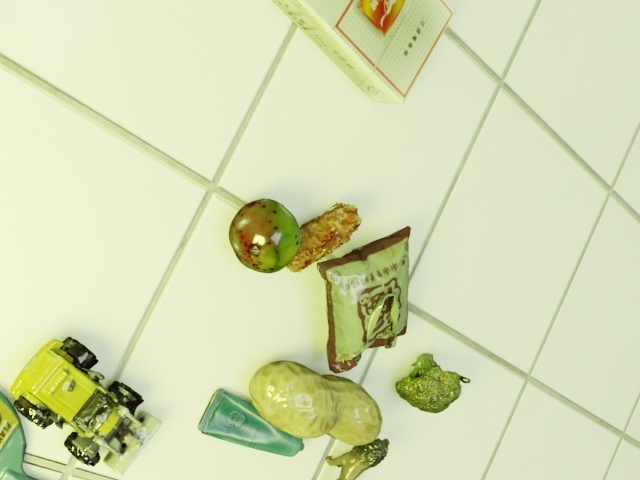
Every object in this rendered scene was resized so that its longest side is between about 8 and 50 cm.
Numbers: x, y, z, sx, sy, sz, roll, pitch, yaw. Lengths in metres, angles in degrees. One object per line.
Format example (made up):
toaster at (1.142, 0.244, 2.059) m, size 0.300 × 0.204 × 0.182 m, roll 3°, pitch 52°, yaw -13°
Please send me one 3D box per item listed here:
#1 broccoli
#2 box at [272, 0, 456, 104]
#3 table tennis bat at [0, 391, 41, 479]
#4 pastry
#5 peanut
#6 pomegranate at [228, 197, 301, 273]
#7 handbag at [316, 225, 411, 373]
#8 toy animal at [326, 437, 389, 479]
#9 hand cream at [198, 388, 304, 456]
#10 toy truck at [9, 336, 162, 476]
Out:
broccoli at (0.223, 0.291, 1.737) m, size 0.130 × 0.131 × 0.120 m, roll 14°, pitch 51°, yaw -37°
box at (0.070, -0.413, 1.458) m, size 0.330 × 0.095 × 0.210 m, roll 39°, pitch 77°, yaw -39°
table tennis bat at (-0.504, 0.314, 1.218) m, size 0.329 × 0.044 × 0.215 m, roll 42°, pitch 72°, yaw -35°
pastry at (-0.001, -0.001, 1.506) m, size 0.169 × 0.087 × 0.063 m, roll -30°, pitch 136°, yaw -15°
peanut at (0.001, 0.301, 1.546) m, size 0.298 × 0.136 × 0.120 m, roll 23°, pitch 131°, yaw -39°
pomegranate at (-0.094, -0.009, 1.418) m, size 0.130 × 0.130 × 0.130 m, roll -10°, pitch 107°, yaw -36°
handbag at (0.082, 0.107, 1.572) m, size 0.213 × 0.127 × 0.235 m, roll -24°, pitch 126°, yaw -36°
toy animal at (0.043, 0.455, 1.663) m, size 0.069 × 0.086 × 0.219 m, roll 33°, pitch 98°, yaw -35°
hand cream at (-0.114, 0.336, 1.529) m, size 0.224 × 0.048 × 0.083 m, roll 30°, pitch 84°, yaw -34°
toy truck at (-0.339, 0.260, 1.284) m, size 0.136 × 0.111 × 0.286 m, roll -53°, pitch 132°, yaw -18°
